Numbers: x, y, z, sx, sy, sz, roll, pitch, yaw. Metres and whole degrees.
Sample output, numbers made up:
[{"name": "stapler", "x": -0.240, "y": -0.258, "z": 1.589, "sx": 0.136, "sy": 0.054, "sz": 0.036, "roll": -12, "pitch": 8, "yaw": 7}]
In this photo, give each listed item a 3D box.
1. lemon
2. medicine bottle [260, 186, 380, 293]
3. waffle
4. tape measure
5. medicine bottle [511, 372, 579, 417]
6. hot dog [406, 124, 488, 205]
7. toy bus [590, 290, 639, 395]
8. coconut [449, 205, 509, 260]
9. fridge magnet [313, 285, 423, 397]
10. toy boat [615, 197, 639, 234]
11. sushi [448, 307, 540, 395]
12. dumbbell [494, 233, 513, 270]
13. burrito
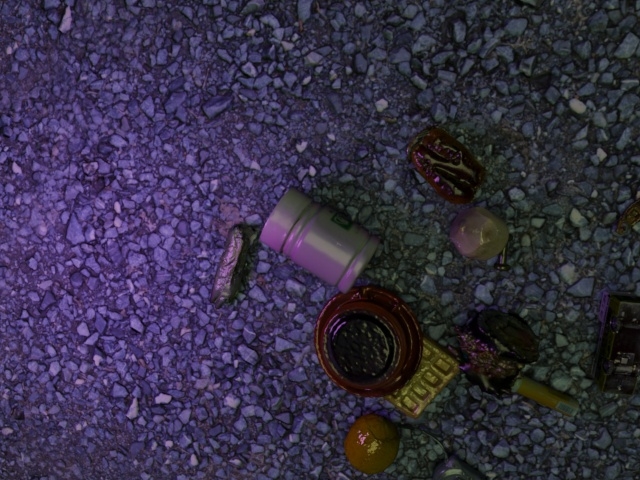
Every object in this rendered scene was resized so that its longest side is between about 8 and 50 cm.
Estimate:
[{"name": "lemon", "x": 0.169, "y": 0.670, "z": 1.599, "sx": 0.181, "sy": 0.180, "sz": 0.193, "roll": 36, "pitch": 79, "yaw": 3}, {"name": "medicine bottle", "x": 0.000, "y": 0.000, "z": 1.526, "sx": 0.326, "sy": 0.212, "sz": 0.212, "roll": 31, "pitch": 101, "yaw": 4}, {"name": "waffle", "x": 0.325, "y": 0.453, "z": 1.607, "sx": 0.168, "sy": 0.057, "sz": 0.274, "roll": 37, "pitch": 101, "yaw": 3}, {"name": "tape measure", "x": 0.384, "y": 0.754, "z": 1.622, "sx": 0.330, "sy": 0.084, "sz": 0.164, "roll": 33, "pitch": 96, "yaw": 2}, {"name": "medicine bottle", "x": 0.703, "y": 0.488, "z": 1.546, "sx": 0.218, "sy": 0.074, "sz": 0.073, "roll": 25, "pitch": 100, "yaw": 3}, {"name": "hot dog", "x": 0.392, "y": -0.232, "z": 1.502, "sx": 0.270, "sy": 0.082, "sz": 0.162, "roll": 44, "pitch": 100, "yaw": 3}, {"name": "toy bus", "x": 0.899, "y": 0.305, "z": 1.463, "sx": 0.113, "sy": 0.139, "sz": 0.301, "roll": 5, "pitch": 105, "yaw": 9}, {"name": "coconut", "x": 0.472, "y": -0.024, "z": 1.467, "sx": 0.162, "sy": 0.161, "sz": 0.161, "roll": 26, "pitch": 102, "yaw": -28}, {"name": "fridge magnet", "x": 0.146, "y": 0.326, "z": 1.563, "sx": 0.364, "sy": 0.155, "sz": 0.363, "roll": 0, "pitch": 90, "yaw": 20}, {"name": "toy boat", "x": 0.937, "y": -0.080, "z": 1.449, "sx": 0.047, "sy": 0.049, "sz": 0.149, "roll": 40, "pitch": 101, "yaw": 2}, {"name": "sushi", "x": 0.532, "y": 0.342, "z": 1.492, "sx": 0.238, "sy": 0.225, "sz": 0.218, "roll": 43, "pitch": 122, "yaw": 44}, {"name": "dumbbell", "x": 0.572, "y": 0.037, "z": 1.520, "sx": 0.046, "sy": 0.052, "sz": 0.117, "roll": 2, "pitch": 97, "yaw": -3}, {"name": "burrito", "x": -0.305, "y": 0.091, "z": 1.659, "sx": 0.096, "sy": 0.066, "sz": 0.309, "roll": 20, "pitch": 99, "yaw": 11}]
